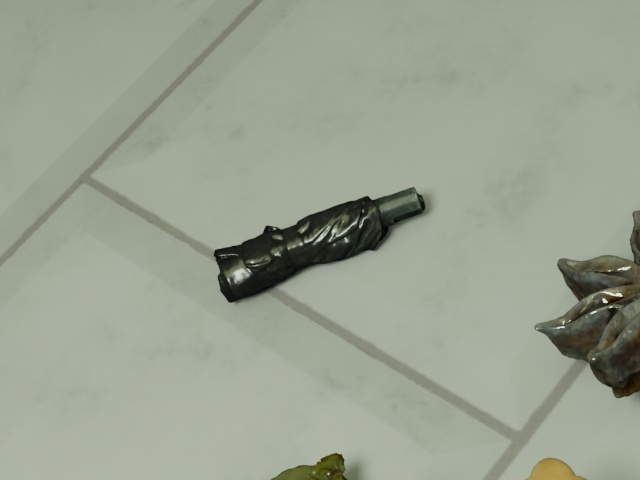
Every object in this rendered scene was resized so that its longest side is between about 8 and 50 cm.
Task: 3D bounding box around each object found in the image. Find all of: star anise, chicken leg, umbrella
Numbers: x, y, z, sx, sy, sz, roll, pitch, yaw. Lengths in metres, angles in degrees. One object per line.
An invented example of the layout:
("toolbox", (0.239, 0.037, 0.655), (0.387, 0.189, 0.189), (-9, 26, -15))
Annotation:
("star anise", (0.327, 0.064, 1.181), (0.236, 0.109, 0.223), (-9, 27, 32))
("chicken leg", (0.036, 0.249, 1.178), (0.178, 0.070, 0.093), (17, 79, 22))
("umbrella", (0.000, 0.000, 1.390), (0.235, 0.059, 0.066), (-19, 73, 4))

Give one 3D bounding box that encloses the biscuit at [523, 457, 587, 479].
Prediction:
("biscuit", (0.151, 0.290, 0.979), (0.249, 0.030, 0.160), (-42, 57, -17))
